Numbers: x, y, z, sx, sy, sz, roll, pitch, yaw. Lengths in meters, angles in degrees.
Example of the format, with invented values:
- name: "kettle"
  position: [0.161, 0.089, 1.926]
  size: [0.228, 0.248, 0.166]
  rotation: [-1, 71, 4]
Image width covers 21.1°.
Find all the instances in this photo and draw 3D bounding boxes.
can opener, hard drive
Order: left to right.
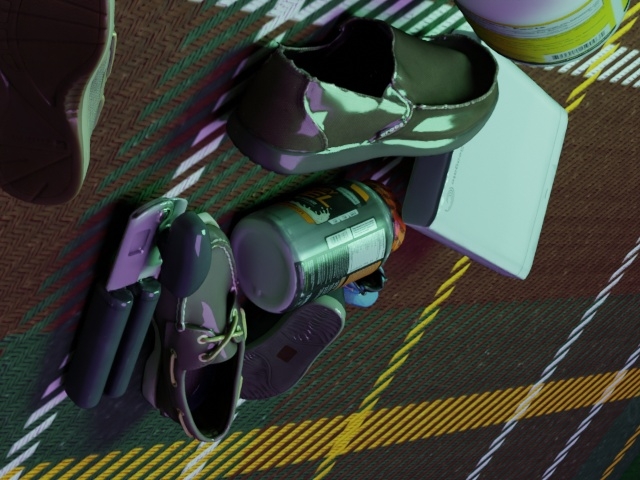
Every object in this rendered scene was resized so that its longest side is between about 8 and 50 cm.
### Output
- name: "can opener"
  position: [-0.187, 0.075, 1.772]
  size: [0.076, 0.095, 0.283]
  rotation: [-19, 142, -44]
- name: "hard drive"
  position: [0.210, -0.095, 2.102]
  size: [0.353, 0.047, 0.233]
  rotation: [24, 80, -63]

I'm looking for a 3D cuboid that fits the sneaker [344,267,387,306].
- name: "sneaker"
  position: [0.047, 0.049, 2.122]
  size: [0.063, 0.073, 0.162]
  rotation: [-44, 154, -8]

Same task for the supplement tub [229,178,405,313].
- name: "supplement tub"
  position: [0.000, 0.000, 1.932]
  size: [0.190, 0.117, 0.117]
  rotation: [-24, 145, -41]

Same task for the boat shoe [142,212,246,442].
- name: "boat shoe"
  position: [-0.131, 0.103, 1.896]
  size: [0.116, 0.097, 0.324]
  rotation: [-30, 149, -32]

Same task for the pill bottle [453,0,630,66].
- name: "pill bottle"
  position: [0.208, -0.291, 1.696]
  size: [0.188, 0.188, 0.334]
  rotation: [-50, 167, 4]

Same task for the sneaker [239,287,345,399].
- name: "sneaker"
  position: [-0.038, 0.101, 2.062]
  size: [0.222, 0.083, 0.118]
  rotation: [-39, -156, 36]

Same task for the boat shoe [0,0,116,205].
- name: "boat shoe"
  position: [-0.218, -0.163, 1.406]
  size: [0.302, 0.109, 0.098]
  rotation: [101, 0, -46]

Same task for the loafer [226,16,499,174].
- name: "loafer"
  position: [0.070, -0.163, 1.791]
  size: [0.366, 0.134, 0.130]
  rotation: [-21, 144, -44]
